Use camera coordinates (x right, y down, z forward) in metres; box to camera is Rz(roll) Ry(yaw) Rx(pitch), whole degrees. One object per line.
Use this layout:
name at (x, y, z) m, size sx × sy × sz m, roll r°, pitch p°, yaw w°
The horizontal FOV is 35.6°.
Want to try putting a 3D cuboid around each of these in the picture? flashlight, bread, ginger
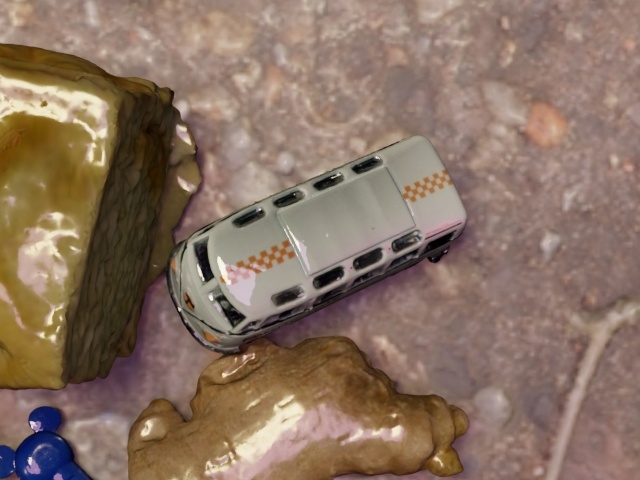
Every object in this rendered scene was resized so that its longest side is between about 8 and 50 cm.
flashlight at (-0.160, 0.168, 0.659) m, size 0.121 × 0.035 × 0.057 m, roll 46°, pitch 60°, yaw -4°
bread at (-0.219, -0.023, 0.583) m, size 0.252 × 0.238 × 0.196 m, roll 15°, pitch 103°, yaw 3°
ginger at (-0.017, 0.124, 0.650) m, size 0.213 × 0.074 × 0.137 m, roll -24°, pitch 85°, yaw 1°

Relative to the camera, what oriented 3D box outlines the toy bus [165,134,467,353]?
toy bus at (0.000, 0.000, 0.635) m, size 0.194 × 0.089 × 0.087 m, roll -24°, pitch 84°, yaw -20°
